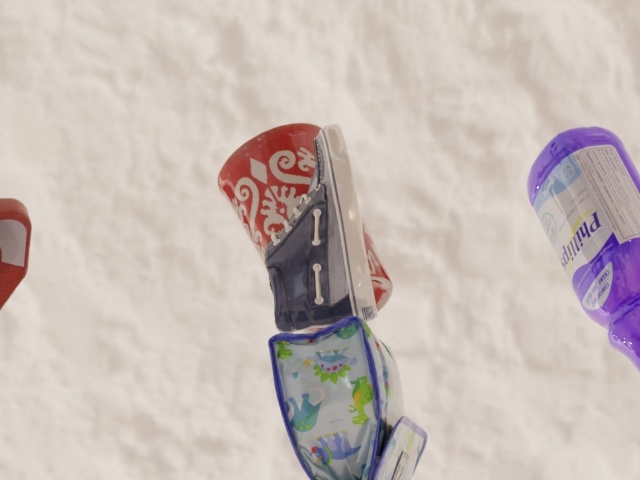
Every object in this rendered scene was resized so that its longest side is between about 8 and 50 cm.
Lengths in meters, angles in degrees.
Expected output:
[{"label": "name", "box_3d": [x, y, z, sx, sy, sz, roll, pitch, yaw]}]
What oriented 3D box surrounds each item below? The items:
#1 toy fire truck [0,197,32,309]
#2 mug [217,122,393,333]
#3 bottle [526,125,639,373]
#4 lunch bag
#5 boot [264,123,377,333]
[{"label": "toy fire truck", "box_3d": [-0.489, 0.035, 1.906, 0.302, 0.169, 0.254, -1, 129, -20]}, {"label": "mug", "box_3d": [0.004, -0.006, 1.520, 0.150, 0.169, 0.113, 4, 138, -43]}, {"label": "bottle", "box_3d": [0.297, 0.023, 1.640, 0.092, 0.283, 0.118, -6, 146, -24]}, {"label": "lunch bag", "box_3d": [0.025, 0.145, 1.259, 0.096, 0.129, 0.151, -13, 72, 10]}, {"label": "boot", "box_3d": [-0.008, -0.012, 1.396, 0.086, 0.190, 0.069, -10, 146, 2]}]
